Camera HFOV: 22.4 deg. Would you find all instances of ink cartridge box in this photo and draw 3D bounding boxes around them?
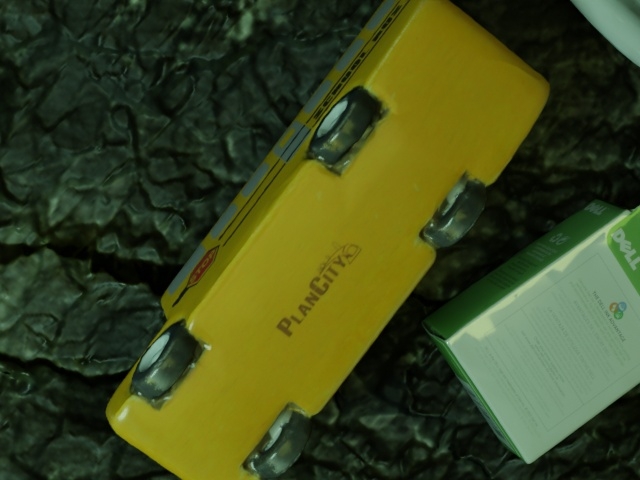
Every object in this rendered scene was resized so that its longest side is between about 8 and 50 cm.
[{"bbox_3d":[0.187,0.044,1.101,0.209,0.062,0.109,-35,105,-4],"label":"ink cartridge box"}]

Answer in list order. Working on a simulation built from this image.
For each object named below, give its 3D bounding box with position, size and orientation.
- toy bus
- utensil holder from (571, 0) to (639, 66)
[{"bbox_3d":[0.000,0.000,1.019,0.108,0.130,0.332,37,91,-16],"label":"toy bus"},{"bbox_3d":[0.303,-0.320,0.925,0.385,0.327,0.327,-33,105,-6],"label":"utensil holder"}]
